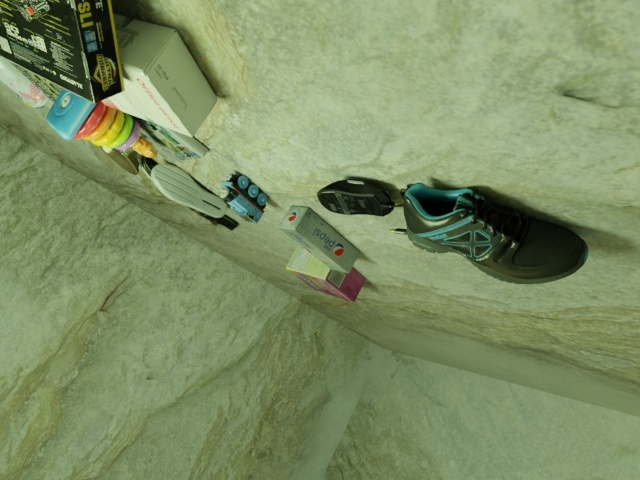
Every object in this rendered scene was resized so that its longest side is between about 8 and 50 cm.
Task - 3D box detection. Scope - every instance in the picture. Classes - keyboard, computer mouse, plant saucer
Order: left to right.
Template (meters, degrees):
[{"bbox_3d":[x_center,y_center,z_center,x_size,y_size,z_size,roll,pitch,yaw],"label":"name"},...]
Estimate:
[{"bbox_3d":[-0.792,-0.363,1.718,0.278,0.041,0.277,35,160,15],"label":"plant saucer"},{"bbox_3d":[-0.537,-0.140,2.117,0.317,0.033,0.201,33,158,-15],"label":"keyboard"},{"bbox_3d":[0.133,-0.082,1.070,0.262,0.060,0.184,4,150,32],"label":"computer mouse"}]

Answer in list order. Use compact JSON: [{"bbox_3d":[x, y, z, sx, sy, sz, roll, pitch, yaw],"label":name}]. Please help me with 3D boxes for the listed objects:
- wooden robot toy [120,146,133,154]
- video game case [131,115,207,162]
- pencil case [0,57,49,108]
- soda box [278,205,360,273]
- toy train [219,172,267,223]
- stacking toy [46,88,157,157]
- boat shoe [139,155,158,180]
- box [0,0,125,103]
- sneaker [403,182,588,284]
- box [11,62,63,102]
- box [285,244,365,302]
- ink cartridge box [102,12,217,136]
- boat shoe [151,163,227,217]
[{"bbox_3d":[-0.622,-0.331,1.474,0.173,0.076,0.078,0,113,61],"label":"wooden robot toy"},{"bbox_3d":[-0.537,-0.358,1.385,0.329,0.036,0.300,39,162,-33],"label":"video game case"},{"bbox_3d":[-0.959,-0.535,1.392,0.124,0.113,0.273,-1,154,18],"label":"pencil case"},{"bbox_3d":[0.000,0.000,1.504,0.098,0.091,0.286,10,157,50],"label":"soda box"},{"bbox_3d":[-0.251,-0.137,1.467,0.080,0.105,0.184,14,160,42],"label":"toy train"},{"bbox_3d":[-0.586,-0.318,1.292,0.175,0.165,0.302,37,-177,36],"label":"stacking toy"},{"bbox_3d":[-0.635,-0.264,1.836,0.079,0.084,0.233,-21,135,18],"label":"boat shoe"},{"bbox_3d":[-0.505,-0.422,0.793,0.322,0.079,0.257,27,135,15],"label":"box"},{"bbox_3d":[0.306,-0.018,0.843,0.341,0.125,0.139,14,151,32],"label":"sneaker"},{"bbox_3d":[-0.795,-0.498,1.271,0.216,0.060,0.270,16,155,41],"label":"box"},{"bbox_3d":[0.021,0.136,1.871,0.243,0.117,0.213,13,159,46],"label":"box"},{"bbox_3d":[-0.391,-0.357,0.964,0.283,0.117,0.207,23,164,20],"label":"ink cartridge box"},{"bbox_3d":[-0.530,-0.182,1.786,0.119,0.121,0.335,4,154,48],"label":"boat shoe"}]
